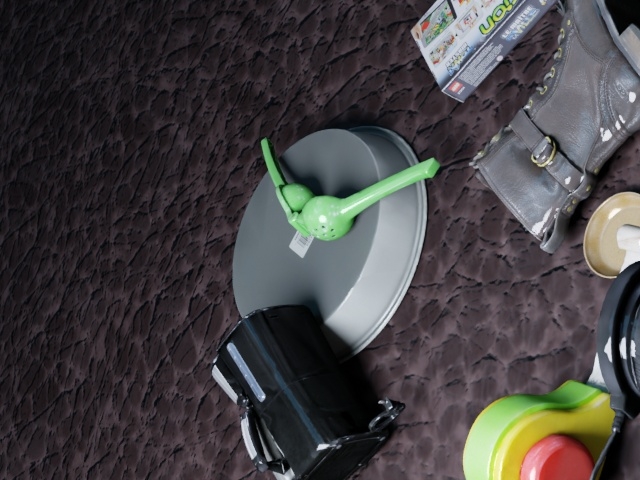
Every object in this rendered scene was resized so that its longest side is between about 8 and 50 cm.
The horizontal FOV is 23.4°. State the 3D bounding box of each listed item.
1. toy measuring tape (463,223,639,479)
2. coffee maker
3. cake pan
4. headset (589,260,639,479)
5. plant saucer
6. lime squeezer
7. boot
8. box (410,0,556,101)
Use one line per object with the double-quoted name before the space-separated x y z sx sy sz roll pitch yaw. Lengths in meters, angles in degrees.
"toy measuring tape" 0.203 0.134 1.359 0.121 0.121 0.330 17 89 53
"coffee maker" -0.013 0.155 1.608 0.171 0.120 0.178 -38 65 13
"cake pan" 0.000 0.000 1.748 0.293 0.054 0.293 -26 53 41
"headset" 0.327 0.127 1.242 0.394 0.185 0.243 -45 35 4
"plant saucer" 0.280 -0.003 1.429 0.083 0.015 0.083 -27 53 42
"lime squeezer" -0.004 -0.057 1.689 0.310 0.059 0.110 12 82 54
"boot" 0.225 -0.145 1.507 0.229 0.091 0.263 -48 43 24
"box" 0.189 -0.260 1.656 0.207 0.036 0.114 -47 41 26
